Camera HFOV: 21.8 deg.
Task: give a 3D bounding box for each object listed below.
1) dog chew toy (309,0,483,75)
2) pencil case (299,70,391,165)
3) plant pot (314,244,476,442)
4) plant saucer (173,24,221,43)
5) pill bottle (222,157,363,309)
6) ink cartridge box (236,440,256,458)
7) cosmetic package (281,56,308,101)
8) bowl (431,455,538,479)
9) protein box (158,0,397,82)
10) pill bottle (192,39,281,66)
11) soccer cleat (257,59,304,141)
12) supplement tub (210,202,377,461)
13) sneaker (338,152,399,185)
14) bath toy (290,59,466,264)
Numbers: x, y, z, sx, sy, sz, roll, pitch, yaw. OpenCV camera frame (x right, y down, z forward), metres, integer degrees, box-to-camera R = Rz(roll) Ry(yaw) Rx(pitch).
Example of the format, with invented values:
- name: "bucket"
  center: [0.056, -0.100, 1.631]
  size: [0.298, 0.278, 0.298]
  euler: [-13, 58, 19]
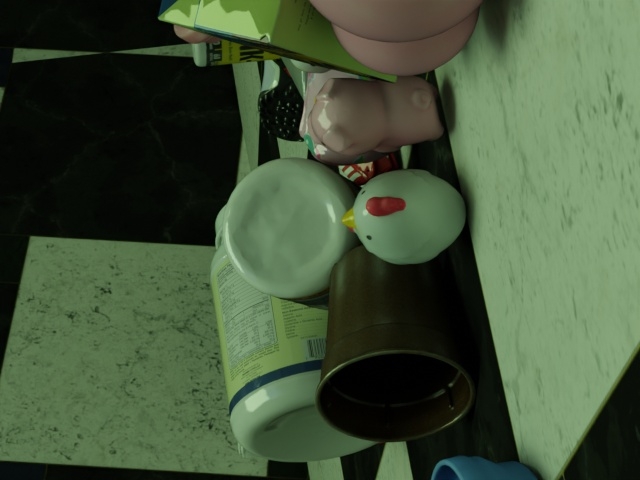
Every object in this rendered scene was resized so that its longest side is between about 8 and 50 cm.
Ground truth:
- name: "dog chew toy"
  center: [0.061, -0.255, 1.333]
  size: [0.332, 0.207, 0.206]
  euler: [78, -179, -58]
- name: "pencil case"
  center: [0.034, -0.228, 1.850]
  size: [0.124, 0.124, 0.284]
  euler: [-109, 15, -61]
- name: "plant pot"
  center: [0.074, 0.100, 1.760]
  size: [0.167, 0.167, 0.165]
  euler: [91, 177, -51]
- name: "plant saucer"
  center: [-0.075, -0.395, 2.212]
  size: [0.332, 0.084, 0.332]
  euler: [-50, 20, 25]
- name: "pill bottle"
  center: [0.000, 0.000, 1.962]
  size: [0.278, 0.162, 0.162]
  euler: [25, -125, -73]
- name: "ink cartridge box"
  center: [-0.018, 0.212, 2.359]
  size: [0.092, 0.218, 0.158]
  euler: [90, 170, -46]
- name: "cosmetic package"
  center: [0.003, -0.273, 2.186]
  size: [0.238, 0.107, 0.127]
  euler: [-119, 23, -65]
- name: "bowl"
  center: [0.174, 0.387, 1.507]
  size: [0.391, 0.077, 0.391]
  euler: [174, 90, -84]
- name: "protein box"
  center: [-0.013, -0.266, 1.512]
  size: [0.201, 0.136, 0.199]
  euler: [9, -83, -55]
- name: "pill bottle"
  center: [-0.083, -0.318, 2.395]
  size: [0.119, 0.209, 0.119]
  euler: [173, 90, -84]
- name: "soccer cleat"
  center: [-0.042, -0.287, 2.638]
  size: [0.318, 0.109, 0.116]
  euler: [88, -168, -51]
- name: "supplement tub"
  center: [-0.022, 0.106, 2.211]
  size: [0.235, 0.236, 0.324]
  euler: [94, 167, -60]
- name: "sneaker"
  center: [0.065, -0.154, 1.995]
  size: [0.128, 0.087, 0.221]
  euler: [54, 153, 28]
- name: "bath toy"
  center: [0.045, -0.145, 1.661]
  size: [0.129, 0.151, 0.348]
  euler: [11, -115, -62]
